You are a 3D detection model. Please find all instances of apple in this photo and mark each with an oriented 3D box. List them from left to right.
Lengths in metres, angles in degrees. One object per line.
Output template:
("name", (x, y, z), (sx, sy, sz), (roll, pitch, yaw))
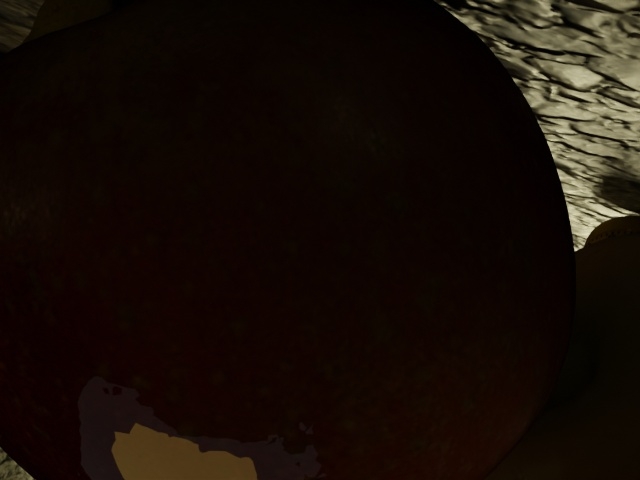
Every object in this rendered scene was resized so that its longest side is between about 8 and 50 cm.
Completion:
("apple", (-0.033, 0.015, 0.626), (0.348, 0.277, 0.348), (-17, -178, 1))

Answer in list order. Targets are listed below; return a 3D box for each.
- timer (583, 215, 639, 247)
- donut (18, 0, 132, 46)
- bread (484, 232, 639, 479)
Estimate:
("timer", (0.278, 0.020, 1.012), (0.107, 0.109, 0.107), (18, 144, 14))
("donut", (-0.139, -0.127, 0.823), (0.140, 0.059, 0.140), (15, 173, 2))
("bread", (0.275, 0.170, 0.767), (0.376, 0.253, 0.348), (42, 169, -15))
